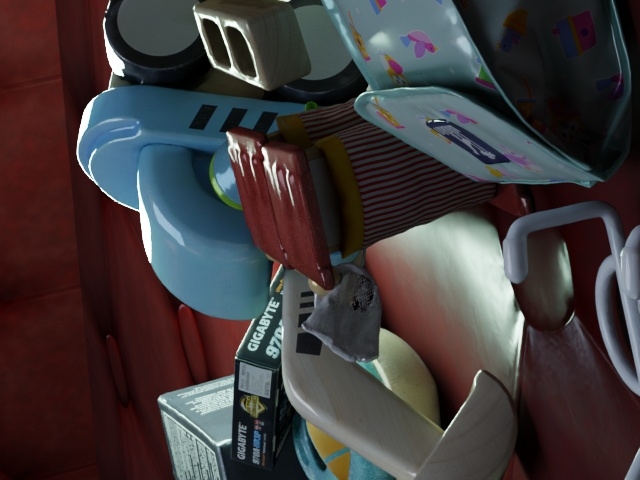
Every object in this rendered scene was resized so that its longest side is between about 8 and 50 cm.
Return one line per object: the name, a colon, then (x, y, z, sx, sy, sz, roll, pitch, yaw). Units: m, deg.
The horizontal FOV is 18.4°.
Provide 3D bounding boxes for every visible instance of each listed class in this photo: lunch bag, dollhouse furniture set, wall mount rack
lunch bag: (0.113, -0.156, 1.439, 0.262, 0.160, 0.223, 67, 161, -9)
dollhouse furniture set: (0.016, -0.173, 1.580, 0.152, 0.201, 0.374, 27, 136, 62)
wall mount rack: (0.227, 0.128, 1.325, 0.350, 0.130, 0.304, -173, 70, -74)

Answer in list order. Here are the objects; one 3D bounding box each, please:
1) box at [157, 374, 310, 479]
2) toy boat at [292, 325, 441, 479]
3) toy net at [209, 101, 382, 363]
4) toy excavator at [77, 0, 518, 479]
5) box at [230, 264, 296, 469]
box: (-0.044, 0.322, 2.291, 0.294, 0.182, 0.296, -158, 55, -72)
toy boat: (0.049, 0.243, 1.977, 0.267, 0.148, 0.318, 115, 139, -65)
toy net: (0.000, 0.000, 1.717, 0.232, 0.122, 0.045, 64, 154, 9)
toy excavator: (-0.024, 0.018, 1.823, 0.222, 0.432, 0.445, 96, -177, -67)
box: (-0.032, 0.106, 2.096, 0.175, 0.051, 0.220, 95, -164, -48)
